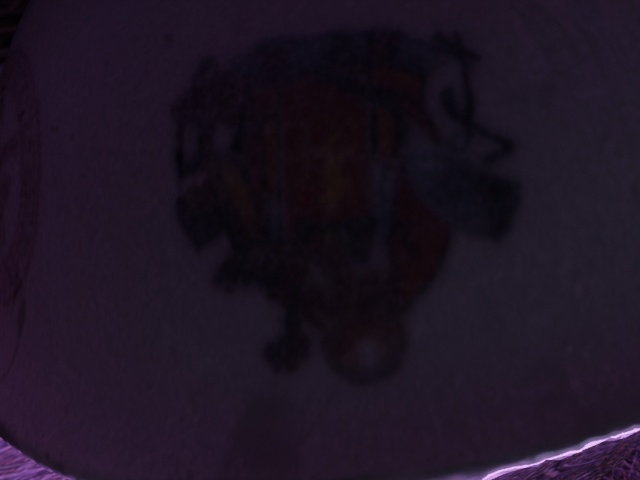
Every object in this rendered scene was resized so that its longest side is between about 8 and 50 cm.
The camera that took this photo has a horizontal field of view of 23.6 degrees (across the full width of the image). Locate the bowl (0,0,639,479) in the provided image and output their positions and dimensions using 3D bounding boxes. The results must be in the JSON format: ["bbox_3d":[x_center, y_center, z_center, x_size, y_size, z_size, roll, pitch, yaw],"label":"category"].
[{"bbox_3d":[0.031,-0.100,0.614,0.435,0.435,0.196,-24,115,-16],"label":"bowl"}]
